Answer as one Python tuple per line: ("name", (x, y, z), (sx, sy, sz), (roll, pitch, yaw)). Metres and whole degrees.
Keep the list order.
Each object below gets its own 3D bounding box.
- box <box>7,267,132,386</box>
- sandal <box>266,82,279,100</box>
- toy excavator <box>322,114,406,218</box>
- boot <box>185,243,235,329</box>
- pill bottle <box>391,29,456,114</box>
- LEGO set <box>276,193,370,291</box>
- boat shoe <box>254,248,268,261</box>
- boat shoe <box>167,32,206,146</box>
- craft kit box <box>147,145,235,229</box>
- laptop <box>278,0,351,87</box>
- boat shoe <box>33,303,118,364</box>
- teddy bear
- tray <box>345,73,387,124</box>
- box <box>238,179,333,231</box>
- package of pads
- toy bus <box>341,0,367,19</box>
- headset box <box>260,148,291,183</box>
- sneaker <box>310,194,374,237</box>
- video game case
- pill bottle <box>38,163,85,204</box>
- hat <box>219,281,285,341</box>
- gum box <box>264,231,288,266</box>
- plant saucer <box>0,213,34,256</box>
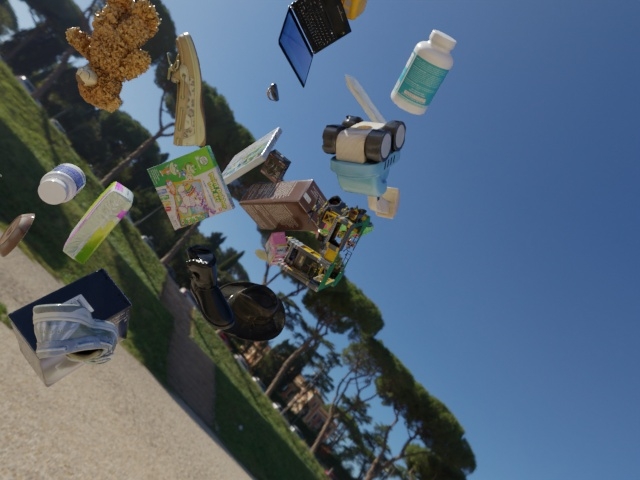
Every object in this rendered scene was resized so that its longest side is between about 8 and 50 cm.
("box", (-0.816, 0.292, 1.377), (0.183, 0.296, 0.294), (47, -42, 9))
("sandal", (-0.259, -0.793, 2.221), (0.219, 0.060, 0.090), (-99, -176, -72))
("toy excavator", (0.193, -0.241, 1.574), (0.222, 0.433, 0.446), (15, -58, 26))
("boot", (-0.367, 0.151, 1.364), (0.246, 0.094, 0.207), (46, -37, 31))
("pill bottle", (0.373, -0.599, 1.474), (0.146, 0.146, 0.264), (40, -51, 15))
("LEGO set", (0.000, 0.000, 1.356), (0.192, 0.255, 0.332), (31, -65, 17))
("boat shoe", (-0.280, 0.080, 2.139), (0.132, 0.049, 0.042), (26, 12, -18))
("boat shoe", (-0.359, -0.392, 1.089), (0.104, 0.089, 0.286), (-143, -131, -66))
("craft kit box", (-0.482, -0.195, 1.553), (0.061, 0.246, 0.250), (-92, 162, -76))
("laptop", (-0.012, -0.731, 1.474), (0.137, 0.264, 0.234), (67, 10, 26))
("boat shoe", (-0.515, 0.218, 0.876), (0.320, 0.118, 0.103), (120, -33, -62))
("teddy bear", (-0.584, -0.536, 1.150), (0.245, 0.338, 0.113), (47, 8, -8))
("tray", (0.192, -0.561, 1.706), (0.030, 0.145, 0.270), (-35, -91, 26))
("box", (-0.156, -0.151, 1.813), (0.381, 0.143, 0.191), (6, -35, 40))
("package of pads", (-0.852, -0.080, 1.595), (0.101, 0.297, 0.229), (41, -2, -28))
("toy bus", (0.125, -0.974, 1.456), (0.130, 0.108, 0.333), (36, -26, 7))
("headset box", (-0.130, -0.208, 1.181), (0.062, 0.032, 0.083), (40, -52, 4))
("sneaker", (0.115, -0.122, 2.074), (0.185, 0.482, 0.203), (-14, -104, 34))
("video game case", (-0.352, -0.403, 2.024), (0.328, 0.300, 0.036), (-23, -59, 30))
("pill bottle", (-0.910, -0.196, 1.450), (0.112, 0.111, 0.187), (60, 0, -27))
("hat", (-0.282, 0.270, 1.754), (0.331, 0.331, 0.134), (43, -48, 10))
("gum box", (-0.207, 0.045, 1.933), (0.188, 0.062, 0.107), (130, -51, -63))
("plant saucer", (-1.194, -0.029, 1.608), (0.198, 0.199, 0.036), (20, -15, 47))
